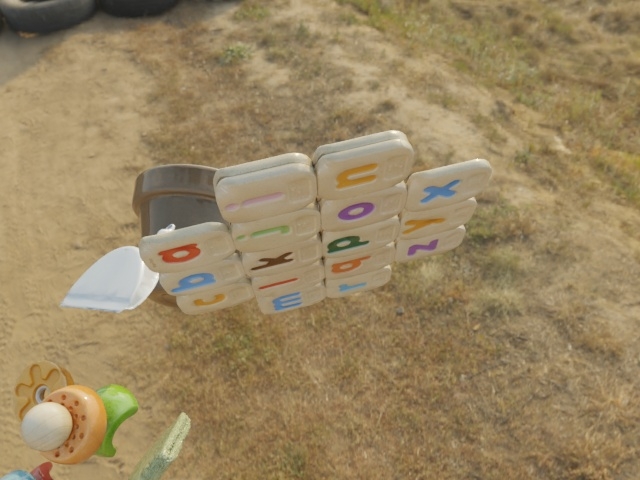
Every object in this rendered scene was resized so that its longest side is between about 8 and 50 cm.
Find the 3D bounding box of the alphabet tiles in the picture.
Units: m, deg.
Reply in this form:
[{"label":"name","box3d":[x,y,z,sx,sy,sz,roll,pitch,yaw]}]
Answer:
[{"label":"alphabet tiles","box3d":[0.000,0.000,0.546,0.278,0.284,0.021,-14,67,-4]}]

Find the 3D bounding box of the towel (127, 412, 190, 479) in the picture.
[{"label":"towel","box3d":[-0.218,0.294,0.835,0.027,0.148,0.110,40,91,-4]}]

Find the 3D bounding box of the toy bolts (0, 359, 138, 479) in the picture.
[{"label":"toy bolts","box3d":[-0.402,0.281,0.853,0.218,0.158,0.228,22,87,23]}]

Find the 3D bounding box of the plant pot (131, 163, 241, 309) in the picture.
[{"label":"plant pot","box3d":[-0.250,0.009,1.223,0.263,0.263,0.229,3,69,8]}]

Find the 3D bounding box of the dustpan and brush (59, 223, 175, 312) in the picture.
[{"label":"dustpan and brush","box3d":[-0.297,0.039,1.003,0.147,0.060,0.211,1,51,30]}]
